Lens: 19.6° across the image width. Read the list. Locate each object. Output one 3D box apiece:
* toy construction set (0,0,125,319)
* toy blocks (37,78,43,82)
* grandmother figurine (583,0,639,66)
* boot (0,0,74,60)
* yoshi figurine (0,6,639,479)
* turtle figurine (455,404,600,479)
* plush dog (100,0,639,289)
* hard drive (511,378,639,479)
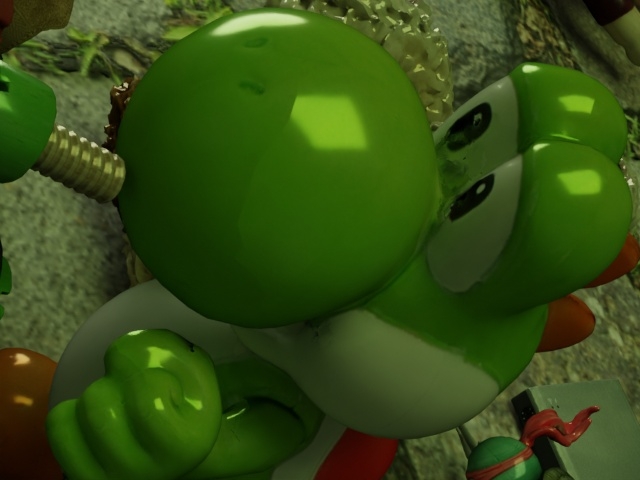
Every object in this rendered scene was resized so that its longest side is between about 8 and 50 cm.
[{"bbox_3d":[-0.270,-0.057,0.653,0.237,0.257,0.309,27,20,-40],"label":"toy construction set"},{"bbox_3d":[-0.215,-0.080,0.880,0.148,0.054,0.123,39,38,-17],"label":"toy blocks"},{"bbox_3d":[0.233,-0.234,1.448,0.342,0.104,0.207,26,35,-34],"label":"grandmother figurine"},{"bbox_3d":[-0.196,-0.195,0.947,0.115,0.112,0.305,53,10,-40],"label":"boot"},{"bbox_3d":[-0.052,0.028,0.705,0.203,0.362,0.203,-12,69,-50],"label":"yoshi figurine"},{"bbox_3d":[0.115,0.184,0.964,0.175,0.118,0.234,-35,95,-49],"label":"turtle figurine"},{"bbox_3d":[0.000,0.000,0.974,0.225,0.210,0.262,-13,41,-36],"label":"plush dog"},{"bbox_3d":[0.176,0.150,1.125,0.094,0.022,0.135,0,60,-47],"label":"hard drive"}]
